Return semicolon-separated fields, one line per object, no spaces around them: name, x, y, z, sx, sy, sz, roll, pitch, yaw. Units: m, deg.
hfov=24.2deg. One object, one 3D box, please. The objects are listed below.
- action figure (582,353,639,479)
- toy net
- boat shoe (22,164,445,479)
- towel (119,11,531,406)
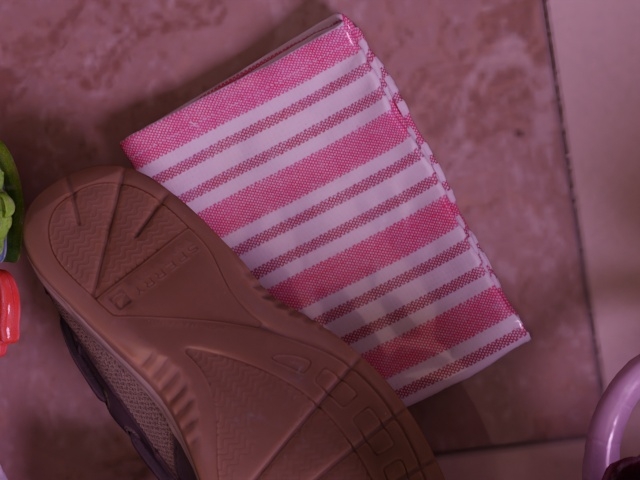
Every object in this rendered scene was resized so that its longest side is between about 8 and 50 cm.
action figure;0.095;0.242;0.688;0.248;0.275;0.370;19;122;-13
toy net;-0.172;0.066;0.775;0.122;0.045;0.232;17;111;49
boat shoe;-0.039;0.084;0.721;0.103;0.092;0.285;-38;70;-20
towel;0.000;0.000;0.770;0.144;0.029;0.197;-29;87;10
